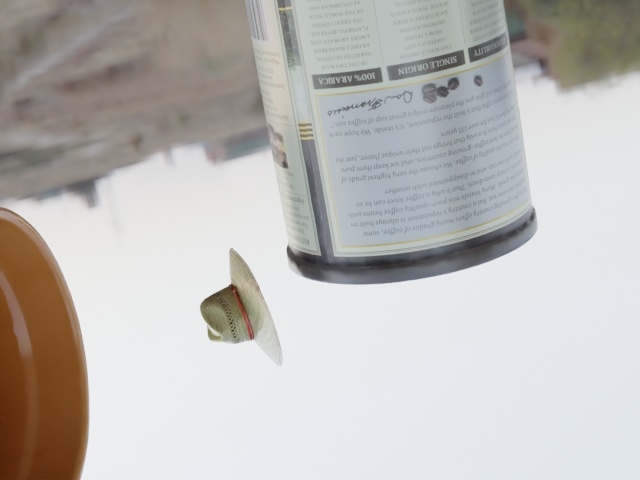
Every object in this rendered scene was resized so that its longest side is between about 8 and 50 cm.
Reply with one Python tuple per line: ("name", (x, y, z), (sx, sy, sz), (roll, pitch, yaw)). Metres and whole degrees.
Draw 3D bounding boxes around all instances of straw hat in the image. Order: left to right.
("straw hat", (-0.097, 0.082, 1.781), (0.061, 0.144, 0.144), (-21, -168, -13))

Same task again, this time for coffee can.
("coffee can", (0.051, -0.127, 1.283), (0.201, 0.275, 0.201), (-9, -164, 3))

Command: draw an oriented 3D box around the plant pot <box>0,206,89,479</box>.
("plant pot", (-0.352, 0.128, 1.427), (0.203, 0.291, 0.291), (-8, -168, 15))
